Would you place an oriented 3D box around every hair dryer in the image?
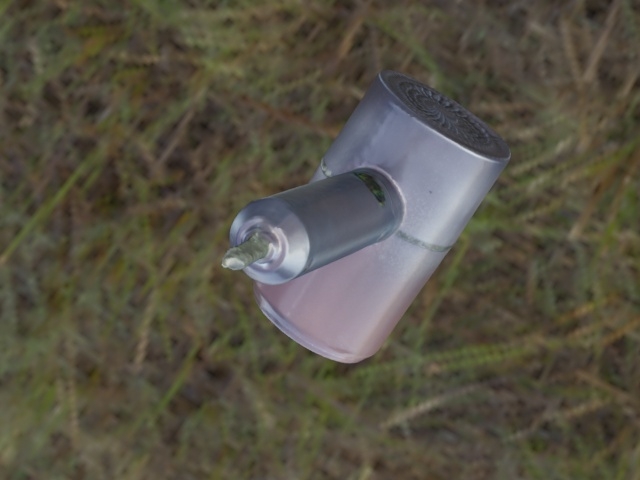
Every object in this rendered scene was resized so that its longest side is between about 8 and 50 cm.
[{"bbox_3d":[0.000,0.000,0.412,0.037,0.114,0.063,37,107,12],"label":"hair dryer"}]
